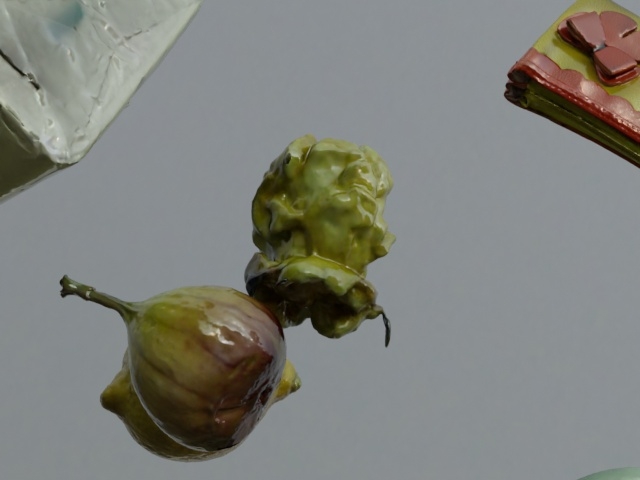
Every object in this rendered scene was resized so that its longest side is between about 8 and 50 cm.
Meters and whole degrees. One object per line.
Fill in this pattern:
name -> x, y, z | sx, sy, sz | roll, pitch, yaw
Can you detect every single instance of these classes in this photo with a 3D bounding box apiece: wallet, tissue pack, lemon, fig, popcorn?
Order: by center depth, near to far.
wallet -> 0.280, -0.111, 1.291 | 0.241, 0.141, 0.067 | 33, -37, 18
tissue pack -> -0.335, -0.142, 1.433 | 0.380, 0.297, 0.207 | -24, -68, 39
fig -> -0.144, 0.101, 1.491 | 0.230, 0.143, 0.160 | 24, -64, -12
popcorn -> 0.007, -0.006, 1.595 | 0.173, 0.195, 0.168 | 34, -53, -31
lemon -> -0.146, 0.173, 1.894 | 0.244, 0.187, 0.187 | -9, -43, -14

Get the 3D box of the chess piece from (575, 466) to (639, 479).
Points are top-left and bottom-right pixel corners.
chess piece -> 0.317, 0.385, 1.513 | 0.194, 0.299, 0.195 | -4, -51, -5
